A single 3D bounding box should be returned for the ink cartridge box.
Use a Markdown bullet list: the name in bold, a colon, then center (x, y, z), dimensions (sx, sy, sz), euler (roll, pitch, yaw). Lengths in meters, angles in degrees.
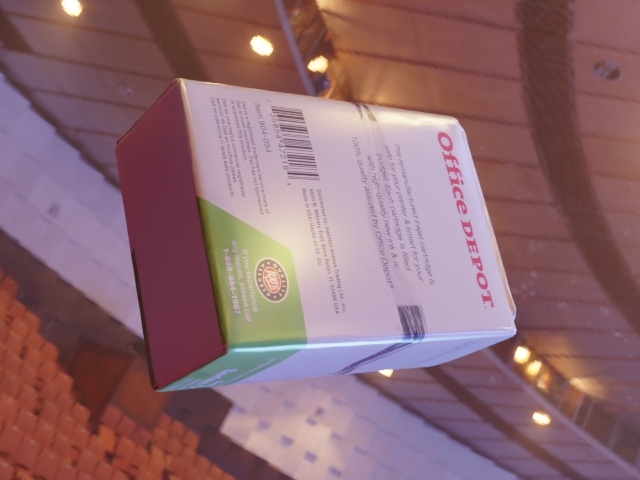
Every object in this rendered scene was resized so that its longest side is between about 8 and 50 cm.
- **ink cartridge box**: center (0.000, 0.000, 0.730), dimensions (0.272, 0.198, 0.115), euler (2, -23, -37)
